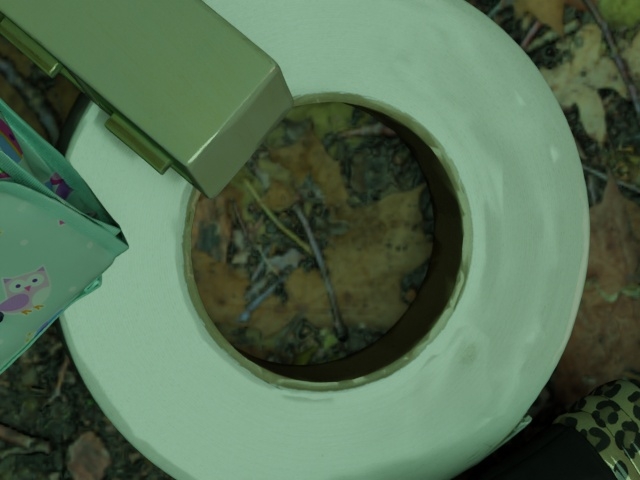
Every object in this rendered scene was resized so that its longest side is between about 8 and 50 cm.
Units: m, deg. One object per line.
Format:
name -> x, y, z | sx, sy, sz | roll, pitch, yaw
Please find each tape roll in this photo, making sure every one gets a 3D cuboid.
tape roll -> 0.000, 0.000, 1.314 | 0.392, 0.072, 0.392 | -2, 97, -15

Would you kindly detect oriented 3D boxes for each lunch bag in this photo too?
lunch bag -> -0.282, -0.011, 1.180 | 0.223, 0.160, 0.262 | -44, 103, 9

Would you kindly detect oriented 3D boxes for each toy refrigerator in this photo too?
toy refrigerator -> -0.151, -0.146, 1.184 | 0.269, 0.102, 0.094 | 39, 85, 10

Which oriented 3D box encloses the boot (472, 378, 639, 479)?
boot -> 0.157, 0.302, 1.352 | 0.284, 0.138, 0.377 | -33, 119, -21
